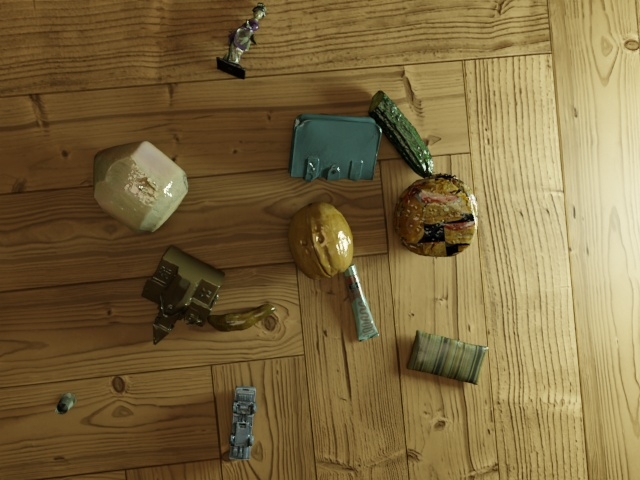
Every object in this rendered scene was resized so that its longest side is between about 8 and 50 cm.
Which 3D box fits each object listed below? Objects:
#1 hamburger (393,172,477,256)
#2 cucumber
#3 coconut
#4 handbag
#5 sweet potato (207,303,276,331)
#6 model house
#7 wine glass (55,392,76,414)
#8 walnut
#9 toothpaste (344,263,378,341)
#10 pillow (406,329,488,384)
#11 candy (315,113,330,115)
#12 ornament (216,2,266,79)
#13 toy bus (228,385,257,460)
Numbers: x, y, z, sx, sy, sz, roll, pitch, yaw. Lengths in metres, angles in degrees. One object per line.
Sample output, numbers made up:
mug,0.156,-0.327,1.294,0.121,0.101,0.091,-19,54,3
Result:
hamburger,0.304,-0.064,1.952,0.231,0.107,0.231,2,109,5
cucumber,0.219,-0.278,1.973,0.077,0.077,0.265,-41,96,-3
coconut,-0.459,-0.140,1.851,0.234,0.224,0.224,39,88,-17
handbag,0.036,-0.231,1.924,0.229,0.062,0.179,2,112,-15
sweet potato,-0.204,0.207,1.956,0.182,0.054,0.053,-12,101,-7
model house,-0.377,0.174,1.902,0.180,0.176,0.248,27,105,-4
wine glass,-0.656,0.418,1.909,0.042,0.083,0.039,40,93,-7
walnut,0.000,0.000,1.917,0.165,0.165,0.197,-13,100,-4
toothpaste,0.102,0.166,1.990,0.056,0.036,0.205,-17,96,-6
pillow,0.341,0.315,2.010,0.203,0.038,0.113,15,93,-4
candy,0.004,-0.283,1.967,0.103,0.043,0.103,0,93,-8
ornament,-0.197,-0.528,1.926,0.088,0.081,0.203,24,89,-5
toy bus,-0.202,0.474,1.950,0.064,0.075,0.191,5,92,-3
